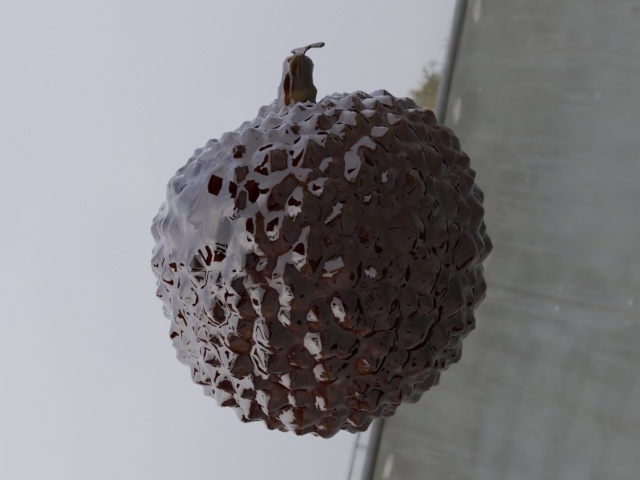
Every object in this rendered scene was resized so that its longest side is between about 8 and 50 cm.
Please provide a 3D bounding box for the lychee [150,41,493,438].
[{"bbox_3d":[0.000,0.000,0.750,0.264,0.264,0.300,31,-128,-77],"label":"lychee"}]
